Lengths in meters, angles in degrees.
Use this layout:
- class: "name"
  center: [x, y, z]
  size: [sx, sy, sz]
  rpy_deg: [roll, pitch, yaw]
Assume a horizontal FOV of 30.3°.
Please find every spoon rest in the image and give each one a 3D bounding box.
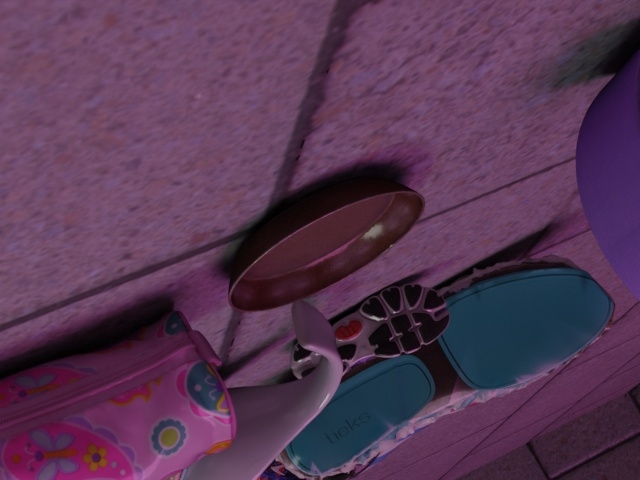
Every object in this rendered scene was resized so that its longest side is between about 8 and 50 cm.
- class: "spoon rest"
  center: [-0.068, 0.170, 1.125]
  size: [0.084, 0.137, 0.276]
  rpy_deg: [22, 126, -32]

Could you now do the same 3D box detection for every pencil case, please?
- class: "pencil case"
  center: [-0.205, 0.150, 0.857]
  size: [0.284, 0.124, 0.124]
  rpy_deg: [-20, 160, -23]

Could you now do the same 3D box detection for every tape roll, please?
- class: "tape roll"
  center: [0.332, -0.044, 0.878]
  size: [0.275, 0.275, 0.090]
  rpy_deg: [-19, 160, -28]

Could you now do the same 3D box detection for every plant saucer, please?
- class: "plant saucer"
  center: [0.000, 0.000, 0.902]
  size: [0.168, 0.029, 0.168]
  rpy_deg: [-27, 162, -9]

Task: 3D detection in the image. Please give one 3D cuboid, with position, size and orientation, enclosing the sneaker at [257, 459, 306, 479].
- class: "sneaker"
  center: [-0.070, 0.312, 1.556]
  size: [0.083, 0.087, 0.221]
  rpy_deg: [-36, 161, 19]

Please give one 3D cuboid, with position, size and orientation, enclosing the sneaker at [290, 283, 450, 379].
- class: "sneaker"
  center: [0.048, 0.092, 1.203]
  size: [0.170, 0.068, 0.071]
  rpy_deg: [-21, 178, 3]

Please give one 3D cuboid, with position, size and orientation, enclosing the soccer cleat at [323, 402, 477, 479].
- class: "soccer cleat"
  center: [0.114, 0.178, 1.471]
  size: [0.331, 0.116, 0.143]
  rpy_deg: [-34, -177, 10]

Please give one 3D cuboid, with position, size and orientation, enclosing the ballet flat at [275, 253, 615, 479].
- class: "ballet flat"
  center: [0.120, 0.124, 1.318]
  size: [0.409, 0.147, 0.147]
  rpy_deg: [-26, 162, -1]

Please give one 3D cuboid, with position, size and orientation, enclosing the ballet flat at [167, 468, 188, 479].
- class: "ballet flat"
  center: [-0.228, 0.265, 1.144]
  size: [0.106, 0.107, 0.316]
  rpy_deg: [5, 134, -35]
